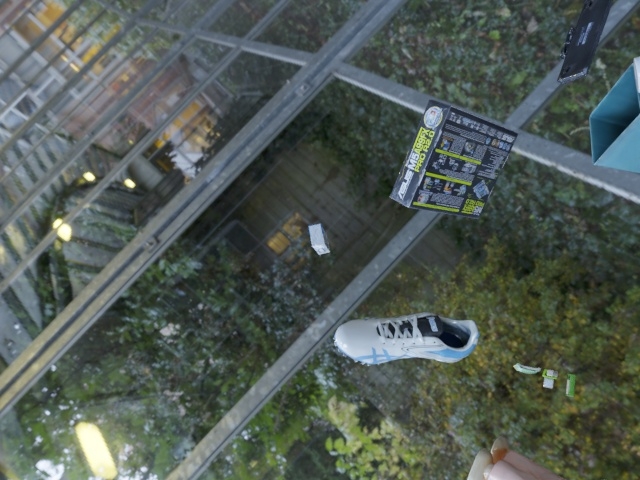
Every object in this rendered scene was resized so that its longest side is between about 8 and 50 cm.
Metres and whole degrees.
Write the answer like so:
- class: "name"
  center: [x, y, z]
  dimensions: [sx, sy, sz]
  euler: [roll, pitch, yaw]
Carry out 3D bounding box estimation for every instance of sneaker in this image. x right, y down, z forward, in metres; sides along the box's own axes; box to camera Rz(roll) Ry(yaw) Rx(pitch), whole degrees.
- class: "sneaker"
  center: [0.137, 0.147, 0.810]
  dimensions: [0.238, 0.086, 0.085]
  euler: [3, -137, -15]

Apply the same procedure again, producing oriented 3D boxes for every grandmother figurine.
- class: "grandmother figurine"
  center: [0.407, 0.412, 0.754]
  dimensions: [0.208, 0.103, 0.343]
  euler: [-15, -156, -42]

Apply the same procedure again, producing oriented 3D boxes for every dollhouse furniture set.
- class: "dollhouse furniture set"
  center: [0.599, 0.374, 1.377]
  dimensions: [0.152, 0.058, 0.076]
  euler: [8, 169, 17]

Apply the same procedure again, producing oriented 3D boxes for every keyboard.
- class: "keyboard"
  center: [0.515, -0.395, 0.999]
  dimensions: [0.023, 0.180, 0.108]
  euler: [20, 179, -15]

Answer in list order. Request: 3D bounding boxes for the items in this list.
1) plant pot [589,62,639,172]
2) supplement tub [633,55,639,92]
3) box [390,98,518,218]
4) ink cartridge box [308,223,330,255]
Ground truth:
- class: "plant pot"
  center: [0.757, -0.246, 1.128]
  dimensions: [0.235, 0.165, 0.165]
  euler: [16, 148, 1]
- class: "supplement tub"
  center: [0.654, -0.324, 0.959]
  dimensions: [0.107, 0.070, 0.071]
  euler: [-7, 147, 29]
- class: "box"
  center: [0.293, -0.165, 1.105]
  dimensions: [0.270, 0.216, 0.060]
  euler: [4, -156, -41]
- class: "ink cartridge box"
  center: [0.000, 0.000, 1.117]
  dimensions: [0.083, 0.028, 0.048]
  euler: [56, -157, -70]
